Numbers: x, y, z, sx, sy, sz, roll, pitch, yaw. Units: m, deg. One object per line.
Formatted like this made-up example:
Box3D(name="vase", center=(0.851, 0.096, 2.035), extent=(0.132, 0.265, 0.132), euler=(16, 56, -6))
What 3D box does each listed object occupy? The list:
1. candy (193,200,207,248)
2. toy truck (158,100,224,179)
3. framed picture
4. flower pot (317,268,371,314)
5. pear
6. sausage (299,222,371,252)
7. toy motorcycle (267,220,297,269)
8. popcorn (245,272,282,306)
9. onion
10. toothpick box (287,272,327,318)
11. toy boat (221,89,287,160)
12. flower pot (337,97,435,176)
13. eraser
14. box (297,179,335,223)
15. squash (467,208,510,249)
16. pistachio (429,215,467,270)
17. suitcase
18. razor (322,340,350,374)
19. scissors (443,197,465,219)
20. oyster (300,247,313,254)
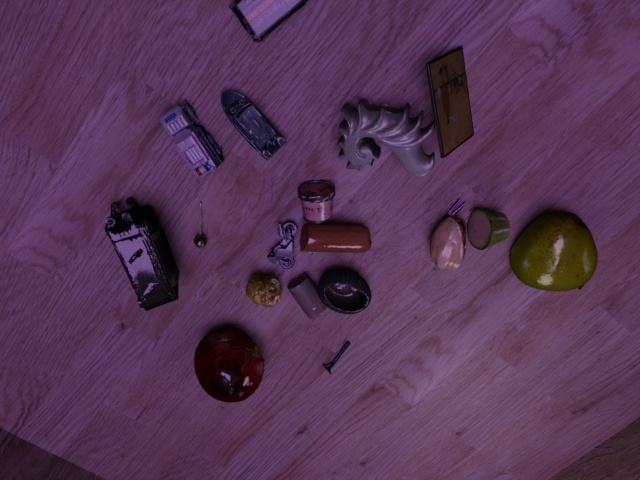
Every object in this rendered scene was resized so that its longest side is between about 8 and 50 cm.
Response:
Box3D(name="candy", center=(-0.506, -0.066, 1.938), extent=(0.061, 0.061, 0.203), euler=(4, 106, -3))
Box3D(name="toy truck", center=(-0.490, -0.379, 1.732), extent=(0.124, 0.155, 0.268), euler=(-28, 112, 11))
Box3D(name="framed picture", center=(0.477, -0.502, 1.667), extent=(0.014, 0.255, 0.339), euler=(9, 125, 44))
Box3D(name="flower pot", center=(0.104, 0.222, 2.008), extent=(0.242, 0.157, 0.190), euler=(22, 105, -16))
Box3D(name="pear", center=(0.987, 0.031, 1.896), extent=(0.341, 0.239, 0.318), euler=(-8, 123, 3))
Box3D(name="sausage", center=(0.069, -0.010, 1.898), extent=(0.303, 0.121, 0.121), euler=(1, 116, -20))
Box3D(name="toy motorcycle", center=(-0.164, 0.018, 1.964), extent=(0.122, 0.080, 0.216), euler=(4, 109, -5))
Box3D(name="popcorn", center=(-0.241, 0.217, 2.014), extent=(0.173, 0.173, 0.143), euler=(4, 98, -2))
Box3D(name="onion", center=(-0.410, 0.580, 2.099), extent=(0.340, 0.341, 0.342), euler=(0, 115, -1))
Box3D(name="toothpick box", center=(-0.057, 0.248, 2.049), extent=(0.111, 0.111, 0.181), euler=(-29, 111, 12))
Box3D(name="toy boat", center=(-0.262, -0.442, 1.726), extent=(0.114, 0.122, 0.296), euler=(-45, 107, -9))
Box3D(name="flower pot", center=(0.249, -0.385, 1.712), extent=(0.366, 0.165, 0.255), euler=(8, 119, 11))
Box3D(name="eraser", center=(-0.139, -0.832, 1.559), extent=(0.332, 0.102, 0.155), euler=(-33, 112, 14))
Box3D(name="box", center=(-0.014, -0.153, 1.852), extent=(0.150, 0.151, 0.135), euler=(-2, 124, 0))
Box3D(name="squash", center=(0.697, -0.053, 1.902), extent=(0.122, 0.170, 0.171), euler=(-10, 115, -13))
Box3D(name="pistachio", center=(0.540, 0.010, 1.924), extent=(0.157, 0.157, 0.230), euler=(6, 105, -4))
Box3D(name="suitcase", center=(-0.710, 0.056, 1.868), extent=(0.193, 0.283, 0.435), euler=(-18, 114, -12))
Box3D(name="razor", center=(0.086, 0.563, 2.242), extent=(0.066, 0.033, 0.190), euler=(43, 109, 26))
Box3D(name="scissors", center=(0.561, -0.127, 1.937), extent=(0.039, 0.012, 0.113), euler=(36, 110, -15))
Box3D(name="oyster", center=(-0.008, 0.002, 1.964), extent=(0.177, 0.056, 0.106), euler=(-36, 115, -5))
